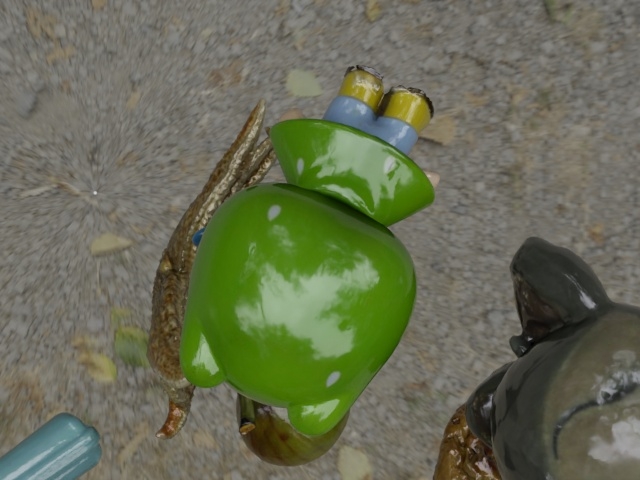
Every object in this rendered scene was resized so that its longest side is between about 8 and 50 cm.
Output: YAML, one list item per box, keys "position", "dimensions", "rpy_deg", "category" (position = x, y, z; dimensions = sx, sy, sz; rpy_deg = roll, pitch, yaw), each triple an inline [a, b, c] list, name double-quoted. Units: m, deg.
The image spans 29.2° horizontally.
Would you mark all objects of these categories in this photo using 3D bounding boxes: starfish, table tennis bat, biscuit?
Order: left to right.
- position: [-0.232, 0.180, 0.707]
  dimensions: [0.244, 0.153, 0.040]
  rpy_deg: [-35, 103, -23]
  category: "table tennis bat"
- position: [-0.116, 0.044, 1.203]
  dimensions: [0.094, 0.327, 0.375]
  rpy_deg: [17, 124, 1]
  category: "starfish"
- position: [0.259, 0.352, 1.583]
  dimensions: [0.334, 0.081, 0.289]
  rpy_deg: [23, 61, -46]
  category: "biscuit"

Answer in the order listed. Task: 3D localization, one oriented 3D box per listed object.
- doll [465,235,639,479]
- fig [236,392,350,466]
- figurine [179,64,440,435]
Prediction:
- position: [0.316, 0.168, 1.032]
  dimensions: [0.379, 0.382, 0.252]
  rpy_deg: [-9, 132, -46]
  category: "doll"
- position: [-0.055, 0.201, 1.510]
  dimensions: [0.186, 0.142, 0.148]
  rpy_deg: [36, 59, -36]
  category: "fig"
- position: [0.000, 0.000, 0.871]
  dimensions: [0.162, 0.143, 0.263]
  rpy_deg: [27, 71, -8]
  category: "figurine"
